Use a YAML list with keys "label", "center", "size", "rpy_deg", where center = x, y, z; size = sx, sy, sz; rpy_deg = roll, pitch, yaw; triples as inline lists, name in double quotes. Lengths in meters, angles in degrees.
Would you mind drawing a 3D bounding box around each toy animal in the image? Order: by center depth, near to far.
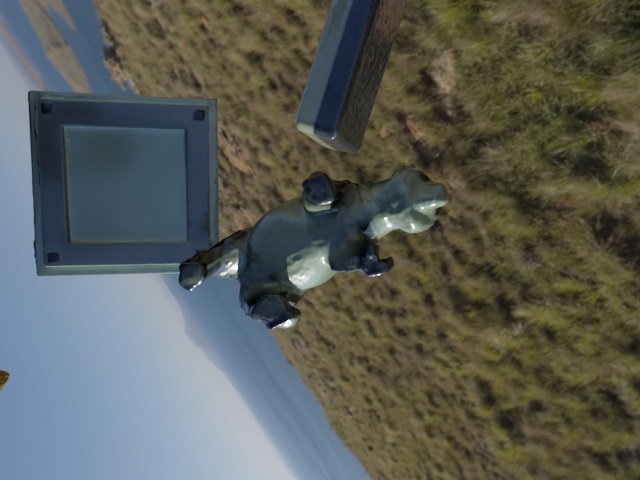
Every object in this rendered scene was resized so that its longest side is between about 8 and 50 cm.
- label: "toy animal"
  center: [0.000, 0.000, 0.448]
  size: [0.094, 0.225, 0.121]
  rpy_deg: [59, -156, -1]

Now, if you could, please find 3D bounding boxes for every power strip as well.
- label: "power strip"
  center: [0.045, -0.248, 0.684]
  size: [0.070, 0.257, 0.105]
  rpy_deg: [20, -177, 20]

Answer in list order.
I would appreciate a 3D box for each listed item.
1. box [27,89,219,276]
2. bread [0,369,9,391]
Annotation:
- label: "box"
  center: [-0.250, -0.074, 0.706]
  size: [0.117, 0.224, 0.225]
  rpy_deg: [-148, 58, -76]
- label: "bread"
  center: [-0.550, 0.178, 0.729]
  size: [0.211, 0.114, 0.083]
  rpy_deg: [44, -174, -23]
